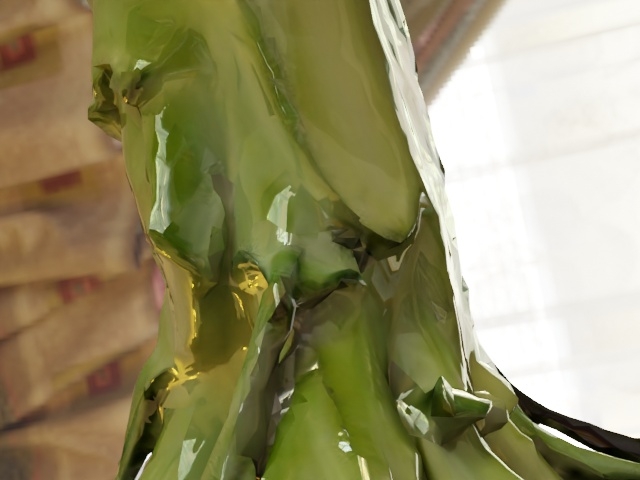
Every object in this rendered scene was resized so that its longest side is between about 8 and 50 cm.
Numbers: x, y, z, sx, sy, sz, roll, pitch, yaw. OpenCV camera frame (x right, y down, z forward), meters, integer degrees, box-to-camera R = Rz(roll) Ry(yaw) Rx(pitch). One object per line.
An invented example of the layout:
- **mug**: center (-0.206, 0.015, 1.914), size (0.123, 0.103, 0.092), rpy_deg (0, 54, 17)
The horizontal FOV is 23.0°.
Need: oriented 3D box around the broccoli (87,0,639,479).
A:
- **broccoli**: center (-0.018, 0.007, 0.380), size (0.252, 0.221, 0.361), rpy_deg (-36, -80, -43)
